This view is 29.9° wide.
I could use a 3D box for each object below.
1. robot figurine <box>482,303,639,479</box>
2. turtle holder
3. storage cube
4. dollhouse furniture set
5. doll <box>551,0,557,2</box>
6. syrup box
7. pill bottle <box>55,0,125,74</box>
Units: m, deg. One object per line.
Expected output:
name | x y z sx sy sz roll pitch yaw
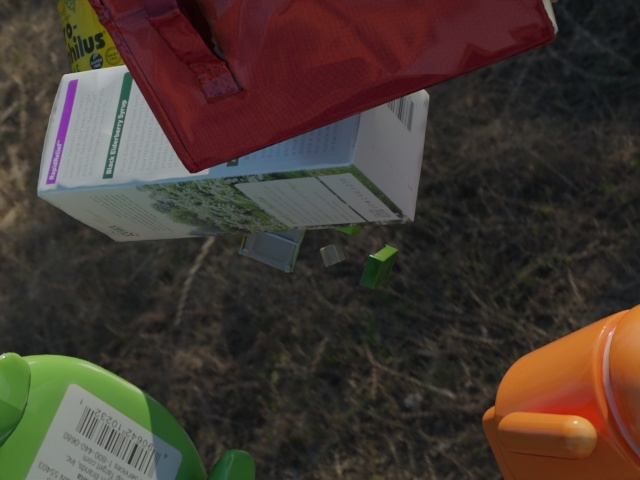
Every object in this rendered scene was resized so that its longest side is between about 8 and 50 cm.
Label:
robot figurine | 0.205 0.116 0.806 0.219 0.158 0.128 -35 34 49
turtle holder | -0.188 0.234 0.691 0.227 0.243 0.320 -22 68 45
storage cube | -0.009 -0.181 0.597 0.193 0.183 0.215 -18 31 17
dollhouse furniture set | 0.000 0.000 1.235 0.152 0.058 0.076 21 104 13
doll | 0.258 -0.300 1.146 0.046 0.129 0.189 40 78 2
syrup box | -0.059 -0.062 0.778 0.237 0.093 0.096 -3 68 28
pill bottle | -0.157 -0.193 0.991 0.118 0.117 0.208 -13 88 25
